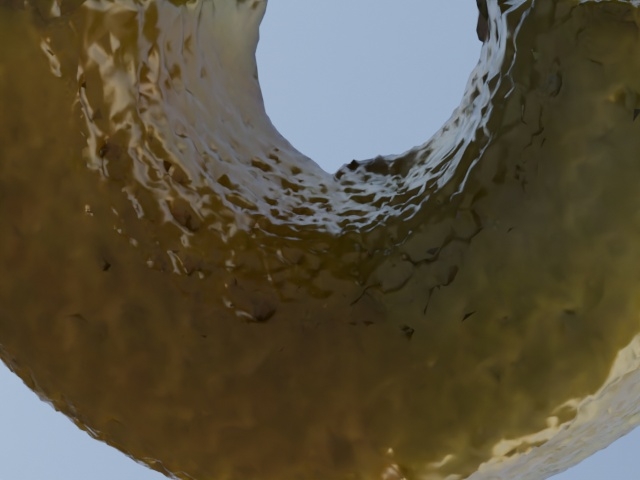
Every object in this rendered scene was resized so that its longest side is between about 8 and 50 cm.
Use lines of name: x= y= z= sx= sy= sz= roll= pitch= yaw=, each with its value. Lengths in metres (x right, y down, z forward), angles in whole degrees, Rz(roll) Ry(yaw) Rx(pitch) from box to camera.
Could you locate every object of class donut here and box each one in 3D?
donut: x=0.005 y=0.005 z=0.448 sx=0.259 sy=0.101 sz=0.152 roll=1 pitch=-84 yaw=11
